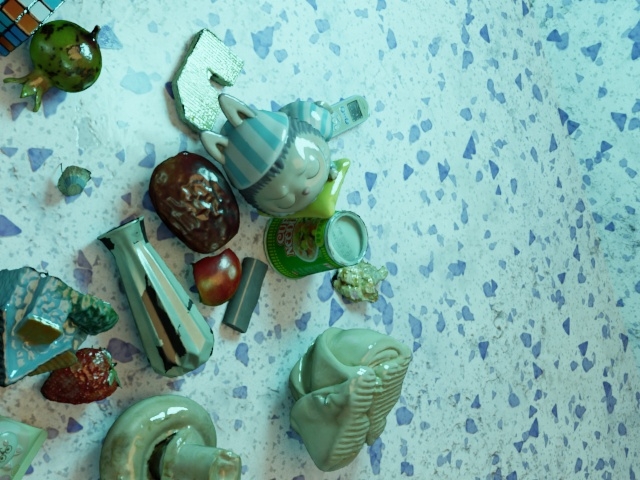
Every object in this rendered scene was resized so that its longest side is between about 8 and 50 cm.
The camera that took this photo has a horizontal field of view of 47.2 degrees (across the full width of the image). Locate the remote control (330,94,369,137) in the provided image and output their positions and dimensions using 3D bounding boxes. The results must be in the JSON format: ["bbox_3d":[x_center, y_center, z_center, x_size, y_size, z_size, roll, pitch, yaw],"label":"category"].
[{"bbox_3d":[0.052,-0.357,2.137,0.244,0.047,0.087,-31,102,-37],"label":"remote control"}]

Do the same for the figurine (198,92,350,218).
[{"bbox_3d":[-0.111,-0.266,1.794,0.377,0.266,0.361,49,36,-50],"label":"figurine"}]

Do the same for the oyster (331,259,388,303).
[{"bbox_3d":[0.128,0.105,2.138,0.191,0.081,0.163,-31,102,-42],"label":"oyster"}]

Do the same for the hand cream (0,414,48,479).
[{"bbox_3d":[-0.687,0.378,1.423,0.306,0.093,0.147,46,60,-38],"label":"hand cream"}]

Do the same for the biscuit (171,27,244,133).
[{"bbox_3d":[-0.292,-0.397,1.847,0.147,0.046,0.250,35,64,-34],"label":"biscuit"}]

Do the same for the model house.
[{"bbox_3d":[-0.563,0.200,1.418,0.226,0.261,0.241,38,62,-31],"label":"model house"}]

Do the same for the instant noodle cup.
[{"bbox_3d":[0.000,0.000,1.935,0.207,0.233,0.207,5,82,-40],"label":"instant noodle cup"}]

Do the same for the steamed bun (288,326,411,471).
[{"bbox_3d":[0.052,0.385,1.934,0.342,0.255,0.367,0,115,-58],"label":"steamed bun"}]

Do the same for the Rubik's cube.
[{"bbox_3d":[-0.632,-0.496,1.497,0.151,0.154,0.155,44,59,-27],"label":"Rubik's cube"}]

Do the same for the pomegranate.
[{"bbox_3d":[-0.559,-0.372,1.553,0.156,0.156,0.220,50,58,-25],"label":"pomegranate"}]

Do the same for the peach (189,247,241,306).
[{"bbox_3d":[-0.252,0.092,1.801,0.118,0.151,0.151,-10,93,4],"label":"peach"}]

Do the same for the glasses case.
[{"bbox_3d":[-0.191,0.139,1.889,0.072,0.042,0.190,35,65,-41],"label":"glasses case"}]

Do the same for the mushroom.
[{"bbox_3d":[-0.316,0.483,1.583,0.292,0.290,0.292,5,83,-45],"label":"mushroom"}]

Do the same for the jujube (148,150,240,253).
[{"bbox_3d":[-0.295,-0.091,1.730,0.183,0.183,0.243,-42,106,-35],"label":"jujube"}]

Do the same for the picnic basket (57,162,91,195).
[{"bbox_3d":[-0.539,-0.133,1.608,0.065,0.083,0.083,20,29,-37],"label":"picnic basket"}]

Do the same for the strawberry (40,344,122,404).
[{"bbox_3d":[-0.505,0.292,1.550,0.148,0.131,0.131,-35,108,-39],"label":"strawberry"}]

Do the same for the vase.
[{"bbox_3d":[-0.374,0.129,1.665,0.165,0.165,0.360,-32,103,-38],"label":"vase"}]
